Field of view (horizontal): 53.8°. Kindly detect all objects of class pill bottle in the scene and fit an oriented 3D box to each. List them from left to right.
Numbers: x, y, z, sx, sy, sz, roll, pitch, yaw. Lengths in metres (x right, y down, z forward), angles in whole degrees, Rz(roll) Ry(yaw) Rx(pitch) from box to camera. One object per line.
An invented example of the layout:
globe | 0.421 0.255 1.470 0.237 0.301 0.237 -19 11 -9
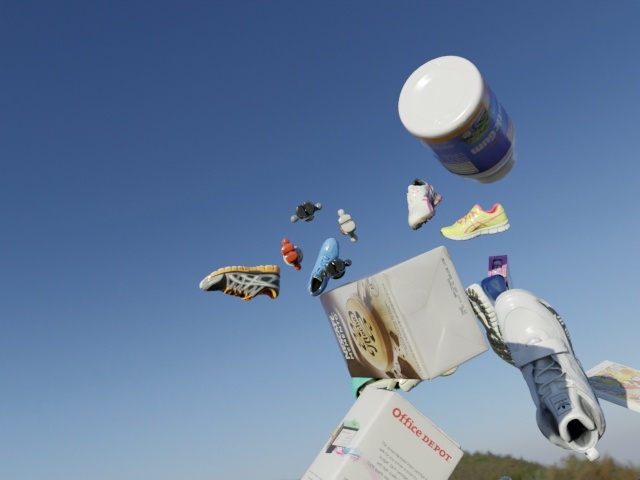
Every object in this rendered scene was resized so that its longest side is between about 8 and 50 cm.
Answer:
pill bottle | 0.267 -0.204 1.156 0.152 0.152 0.272 -22 -29 27

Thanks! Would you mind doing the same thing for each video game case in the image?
video game case | 0.917 0.438 1.916 0.207 0.026 0.227 -15 17 -34

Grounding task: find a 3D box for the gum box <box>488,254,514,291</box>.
gum box | 0.607 0.146 2.113 0.062 0.107 0.188 -7 -52 22

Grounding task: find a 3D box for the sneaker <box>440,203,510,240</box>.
sneaker | 0.460 -0.060 1.901 0.209 0.094 0.081 -14 15 -2

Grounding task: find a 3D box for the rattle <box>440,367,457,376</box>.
rattle | 0.336 0.397 1.991 0.200 0.130 0.143 -29 -8 -25

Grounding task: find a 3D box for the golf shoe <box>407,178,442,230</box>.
golf shoe | 0.227 -0.085 1.473 0.067 0.086 0.186 -42 6 29

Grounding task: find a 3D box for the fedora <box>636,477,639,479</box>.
fedora | 0.774 0.596 1.356 0.334 0.333 0.152 6 -29 -31

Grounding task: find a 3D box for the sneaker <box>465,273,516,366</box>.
sneaker | 0.562 0.243 1.851 0.147 0.329 0.130 -33 16 -11

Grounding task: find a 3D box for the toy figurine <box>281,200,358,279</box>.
toy figurine | 0.000 0.000 1.847 0.213 0.209 0.148 15 -5 5

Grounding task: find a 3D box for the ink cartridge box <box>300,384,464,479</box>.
ink cartridge box | 0.105 0.445 1.188 0.201 0.278 0.117 42 -18 -12

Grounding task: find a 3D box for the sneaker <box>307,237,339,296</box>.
sneaker | 0.012 0.092 2.129 0.069 0.209 0.082 21 2 5

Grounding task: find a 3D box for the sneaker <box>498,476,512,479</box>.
sneaker | 0.490 0.745 1.831 0.152 0.058 0.085 -44 5 -25

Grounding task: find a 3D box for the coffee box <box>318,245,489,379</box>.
coffee box | 0.119 0.129 1.030 0.119 0.168 0.297 -22 -4 -21

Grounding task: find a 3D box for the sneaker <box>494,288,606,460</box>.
sneaker | 0.486 0.278 1.322 0.138 0.365 0.210 -29 1 17

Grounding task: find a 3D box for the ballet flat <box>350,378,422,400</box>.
ballet flat | 0.183 0.341 1.538 0.248 0.087 0.083 -26 -60 24

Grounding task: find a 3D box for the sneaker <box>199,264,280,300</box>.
sneaker | -0.195 0.112 1.585 0.215 0.083 0.084 -4 -17 -24
